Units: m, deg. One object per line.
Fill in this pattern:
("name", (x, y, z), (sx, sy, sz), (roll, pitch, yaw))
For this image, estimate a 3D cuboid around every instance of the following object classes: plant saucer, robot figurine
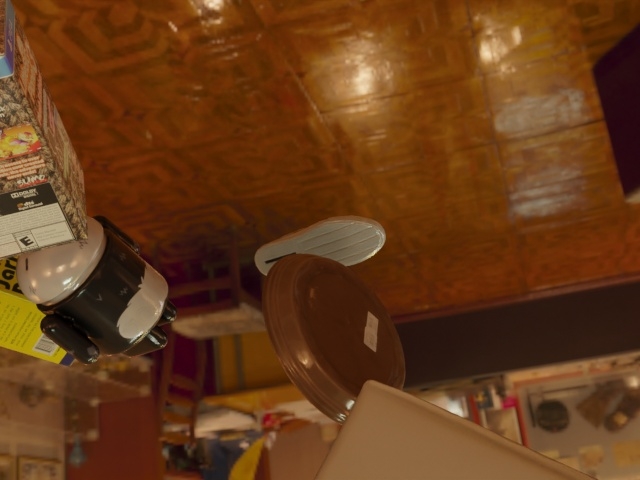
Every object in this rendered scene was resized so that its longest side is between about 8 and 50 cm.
("plant saucer", (0.030, 0.133, 1.246), (0.041, 0.277, 0.278), (-35, 148, 30))
("robot figurine", (-0.367, 0.080, 1.436), (0.173, 0.209, 0.278), (-44, 123, 0))

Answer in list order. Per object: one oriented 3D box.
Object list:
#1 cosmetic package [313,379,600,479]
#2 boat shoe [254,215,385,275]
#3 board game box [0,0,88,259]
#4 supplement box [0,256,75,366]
("cosmetic package", (0.140, 0.399, 0.747), (0.327, 0.393, 0.329), (18, 161, 40))
("boat shoe", (0.000, 0.000, 1.865), (0.302, 0.109, 0.094), (-11, -159, 24))
("board game box", (-0.440, -0.118, 1.053), (0.232, 0.141, 0.291), (-14, 136, -5))
("supplement box", (-0.635, 0.087, 1.791), (0.357, 0.194, 0.195), (22, 134, -23))
